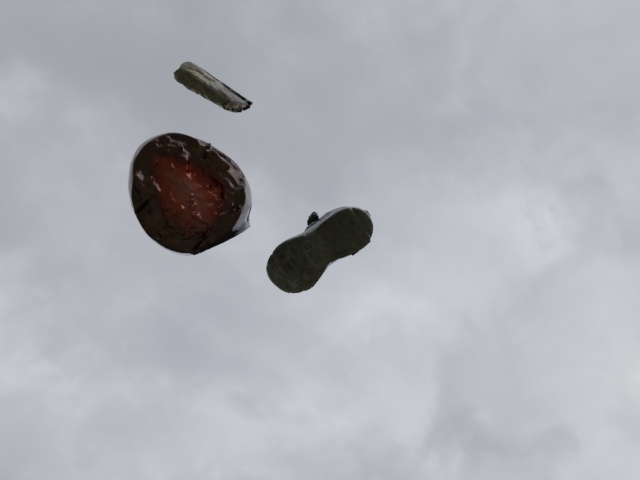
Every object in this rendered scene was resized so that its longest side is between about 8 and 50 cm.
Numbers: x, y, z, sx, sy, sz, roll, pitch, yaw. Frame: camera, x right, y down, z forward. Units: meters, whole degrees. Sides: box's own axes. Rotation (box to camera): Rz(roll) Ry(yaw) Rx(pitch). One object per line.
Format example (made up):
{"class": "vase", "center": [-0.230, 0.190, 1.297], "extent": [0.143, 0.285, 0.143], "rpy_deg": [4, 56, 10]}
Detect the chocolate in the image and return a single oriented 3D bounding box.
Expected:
{"class": "chocolate", "center": [-0.145, -0.054, 0.815], "extent": [0.127, 0.124, 0.133], "rpy_deg": [-11, -77, 49]}

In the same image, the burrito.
{"class": "burrito", "center": [-0.196, -0.273, 1.361], "extent": [0.149, 0.055, 0.041], "rpy_deg": [32, -44, -9]}

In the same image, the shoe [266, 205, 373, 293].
{"class": "shoe", "center": [0.001, 0.000, 1.369], "extent": [0.228, 0.125, 0.099], "rpy_deg": [-33, -75, 20]}
